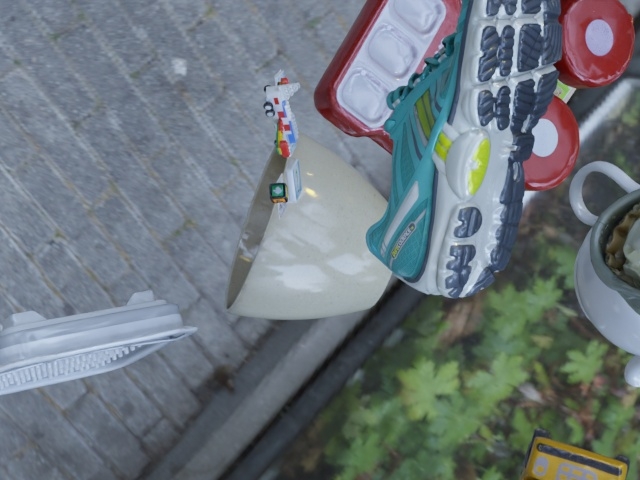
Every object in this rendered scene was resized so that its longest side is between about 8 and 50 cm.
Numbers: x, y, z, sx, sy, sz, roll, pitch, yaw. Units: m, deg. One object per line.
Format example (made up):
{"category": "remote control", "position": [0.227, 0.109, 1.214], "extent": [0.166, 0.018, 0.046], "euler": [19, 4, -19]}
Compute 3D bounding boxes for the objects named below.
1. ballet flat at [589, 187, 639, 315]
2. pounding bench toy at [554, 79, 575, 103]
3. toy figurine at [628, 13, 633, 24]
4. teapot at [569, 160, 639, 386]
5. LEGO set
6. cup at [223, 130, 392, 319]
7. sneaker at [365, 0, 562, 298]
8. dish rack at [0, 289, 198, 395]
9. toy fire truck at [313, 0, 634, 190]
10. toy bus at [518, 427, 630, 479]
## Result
{"category": "ballet flat", "position": [0.164, 0.006, 0.370], "extent": [0.068, 0.213, 0.072], "euler": [36, 76, -16]}
{"category": "pounding bench toy", "position": [0.249, -0.187, 1.334], "extent": [0.083, 0.065, 0.052], "euler": [39, 79, -16]}
{"category": "toy figurine", "position": [0.425, -0.441, 1.738], "extent": [0.148, 0.213, 0.209], "euler": [12, 126, -23]}
{"category": "teapot", "position": [0.455, 0.049, 1.598], "extent": [0.252, 0.187, 0.256], "euler": [30, 70, -25]}
{"category": "LEGO set", "position": [-0.037, -0.129, 1.488], "extent": [0.060, 0.244, 0.182], "euler": [-5, 105, 7]}
{"category": "cup", "position": [0.000, 0.000, 1.888], "extent": [0.237, 0.331, 0.331], "euler": [18, 91, -11]}
{"category": "sneaker", "position": [0.093, -0.096, 0.791], "extent": [0.107, 0.110, 0.275], "euler": [-3, 111, -50]}
{"category": "dish rack", "position": [-0.352, 0.145, 1.506], "extent": [0.286, 0.333, 0.072], "euler": [-10, 79, -34]}
{"category": "toy fire truck", "position": [0.157, -0.199, 1.144], "extent": [0.254, 0.169, 0.302], "euler": [34, 78, -25]}
{"category": "toy bus", "position": [0.286, 0.313, 1.326], "extent": [0.108, 0.332, 0.130], "euler": [17, 78, 12]}
